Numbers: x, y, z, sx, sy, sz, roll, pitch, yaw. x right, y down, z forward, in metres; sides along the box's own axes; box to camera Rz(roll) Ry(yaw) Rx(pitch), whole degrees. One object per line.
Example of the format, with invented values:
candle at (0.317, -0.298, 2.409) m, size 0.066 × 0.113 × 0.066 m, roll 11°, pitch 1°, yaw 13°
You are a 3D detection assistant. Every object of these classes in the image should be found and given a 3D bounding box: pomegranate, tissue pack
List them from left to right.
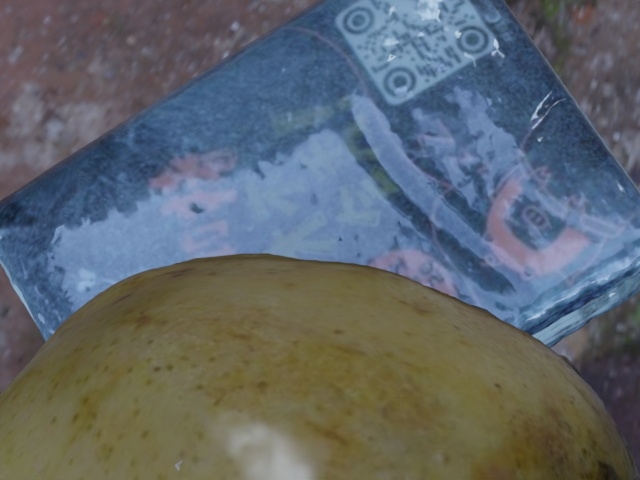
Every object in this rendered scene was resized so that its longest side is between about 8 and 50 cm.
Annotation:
pomegranate at (-0.007, 0.132, 0.617) m, size 0.260 × 0.260 × 0.260 m, roll 7°, pitch 122°, yaw 11°
tissue pack at (0.000, 0.000, 1.027) m, size 0.316 × 0.103 × 0.228 m, roll -32°, pitch 71°, yaw -1°
